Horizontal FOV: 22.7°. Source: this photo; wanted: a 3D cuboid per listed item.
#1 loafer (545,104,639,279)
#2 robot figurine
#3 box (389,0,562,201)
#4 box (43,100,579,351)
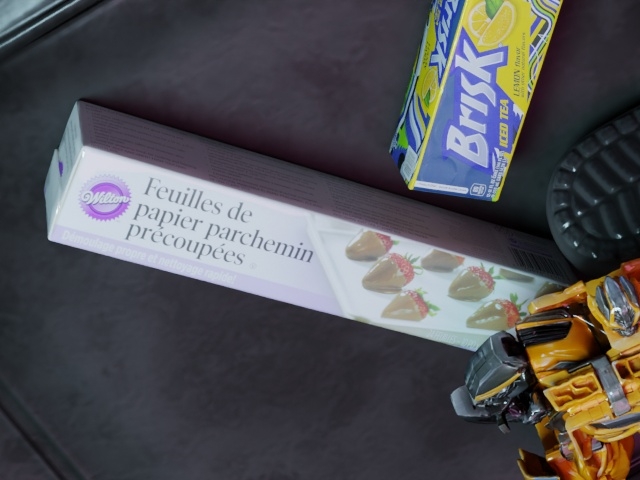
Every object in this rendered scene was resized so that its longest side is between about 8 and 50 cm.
[{"bbox_3d":[0.316,-0.065,0.963,0.366,0.133,0.130,-22,148,10],"label":"loafer"},{"bbox_3d":[0.195,0.089,0.951,0.211,0.085,0.291,-24,156,6],"label":"robot figurine"},{"bbox_3d":[0.092,-0.110,0.911,0.059,0.054,0.169,7,117,-16],"label":"box"},{"bbox_3d":[0.000,0.000,0.945,0.324,0.067,0.063,15,115,-21],"label":"box"}]
